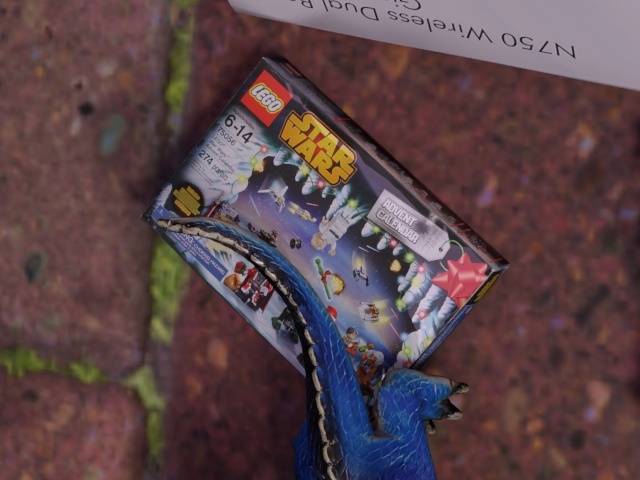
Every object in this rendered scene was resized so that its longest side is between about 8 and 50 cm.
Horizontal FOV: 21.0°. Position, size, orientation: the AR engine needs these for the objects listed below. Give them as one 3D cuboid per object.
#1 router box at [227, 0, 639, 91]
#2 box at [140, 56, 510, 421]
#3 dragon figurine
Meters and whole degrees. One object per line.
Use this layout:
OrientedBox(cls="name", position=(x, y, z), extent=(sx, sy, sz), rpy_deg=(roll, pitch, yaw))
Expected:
OrientedBox(cls="router box", position=(0.094, -0.157, 0.544), extent=(0.336, 0.301, 0.082), rpy_deg=(13, 68, 21))
OrientedBox(cls="box", position=(0.000, 0.000, 0.740), extent=(0.137, 0.027, 0.094), rpy_deg=(43, 107, 13))
OrientedBox(cls="dragon figurine", position=(0.018, 0.123, 0.662), extent=(0.085, 0.144, 0.289), rpy_deg=(-20, 105, 21))
